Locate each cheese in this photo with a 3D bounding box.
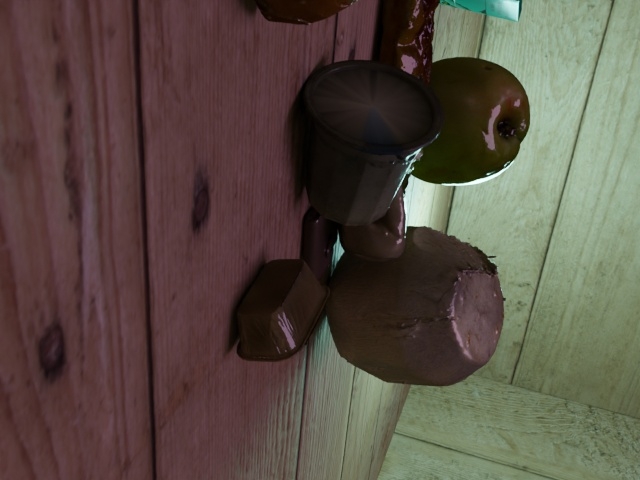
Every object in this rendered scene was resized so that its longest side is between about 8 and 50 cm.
[{"bbox_3d":[0.088,-0.058,1.452,0.218,0.117,0.235,-98,-176,-57],"label":"cheese"}]

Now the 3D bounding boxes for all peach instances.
[{"bbox_3d":[0.308,-0.262,1.840,0.314,0.316,0.281,53,53,-54],"label":"peach"}]

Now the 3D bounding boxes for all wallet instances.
[{"bbox_3d":[0.000,0.000,1.431,0.118,0.039,0.152,-57,154,-51],"label":"wallet"}]

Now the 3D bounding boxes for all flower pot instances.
[{"bbox_3d":[0.066,-0.144,1.260,0.202,0.213,0.212,103,9,-51],"label":"flower pot"}]

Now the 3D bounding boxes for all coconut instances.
[{"bbox_3d":[0.174,0.133,1.676,0.346,0.361,0.346,2,88,-51],"label":"coconut"}]

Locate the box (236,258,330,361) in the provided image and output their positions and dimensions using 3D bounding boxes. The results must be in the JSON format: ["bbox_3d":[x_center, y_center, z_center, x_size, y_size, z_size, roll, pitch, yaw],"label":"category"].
[{"bbox_3d":[-0.057,0.103,1.169,0.177,0.111,0.111,-60,158,-50],"label":"box"}]

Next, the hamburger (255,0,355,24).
[{"bbox_3d":[-0.006,-0.342,0.826,0.283,0.157,0.143,84,24,-59],"label":"hamburger"}]

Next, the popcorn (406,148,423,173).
[{"bbox_3d":[0.131,-0.189,1.587,0.136,0.141,0.162,-34,180,45],"label":"popcorn"}]

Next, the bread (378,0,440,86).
[{"bbox_3d":[0.179,-0.433,1.590,0.185,0.109,0.380,-58,157,-60],"label":"bread"}]

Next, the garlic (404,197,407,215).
[{"bbox_3d":[0.162,-0.070,1.930,0.195,0.087,0.101,-40,129,-64],"label":"garlic"}]

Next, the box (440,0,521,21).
[{"bbox_3d":[0.382,-0.604,1.994,0.161,0.227,0.042,19,88,-77],"label":"box"}]

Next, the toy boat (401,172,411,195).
[{"bbox_3d":[0.153,-0.128,1.741,0.111,0.084,0.276,-53,162,-68],"label":"toy boat"}]
